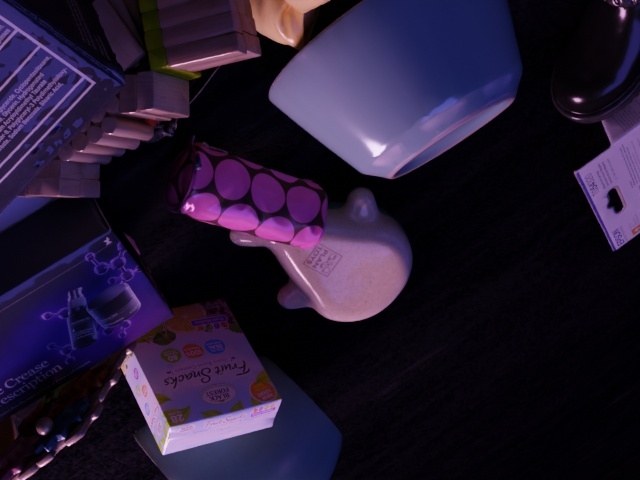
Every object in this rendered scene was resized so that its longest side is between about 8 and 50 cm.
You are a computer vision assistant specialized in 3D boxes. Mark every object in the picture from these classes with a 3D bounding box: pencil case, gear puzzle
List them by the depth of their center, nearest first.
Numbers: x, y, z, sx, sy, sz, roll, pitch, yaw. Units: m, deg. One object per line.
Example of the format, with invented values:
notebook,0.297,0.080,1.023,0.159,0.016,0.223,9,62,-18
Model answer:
pencil case,-0.091,-0.058,1.456,0.209,0.098,0.095,18,162,-30
gear puzzle,-0.321,0.185,1.459,0.175,0.339,0.044,-37,104,19

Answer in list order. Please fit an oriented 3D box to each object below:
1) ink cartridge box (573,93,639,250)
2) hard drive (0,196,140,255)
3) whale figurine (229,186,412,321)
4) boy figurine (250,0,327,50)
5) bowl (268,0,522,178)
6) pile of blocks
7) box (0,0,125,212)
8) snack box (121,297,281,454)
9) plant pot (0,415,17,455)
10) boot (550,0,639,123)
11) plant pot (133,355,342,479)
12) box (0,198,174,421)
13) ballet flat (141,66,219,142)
ink cartridge box,0.588,-0.160,1.930,0.330,0.071,0.324,-35,146,7
hard drive,-0.410,0.013,1.363,0.233,0.047,0.353,-40,144,8
whale figurine,0.000,0.000,1.627,0.272,0.141,0.216,26,111,-25
boy figurine,0.015,-0.297,1.179,0.092,0.177,0.285,30,132,-16
bowl,0.111,-0.185,1.328,0.311,0.163,0.311,-31,176,-3
pile of blocks,-0.212,-0.173,1.253,0.362,0.149,0.112,-36,168,16
box,-0.395,-0.163,1.025,0.296,0.183,0.294,-43,135,12
snack box,-0.179,0.188,1.612,0.174,0.207,0.070,-10,139,-30
plant pot,-0.554,0.251,1.404,0.254,0.237,0.237,-27,146,11
boot,0.382,-0.333,1.502,0.260,0.131,0.348,11,115,-53
plant pot,-0.107,0.326,1.780,0.235,0.293,0.293,-44,146,-9
box,-0.337,0.080,1.358,0.261,0.103,0.184,-32,135,-4
ballet flat,-0.141,-0.209,1.304,0.084,0.058,0.250,16,122,-48
